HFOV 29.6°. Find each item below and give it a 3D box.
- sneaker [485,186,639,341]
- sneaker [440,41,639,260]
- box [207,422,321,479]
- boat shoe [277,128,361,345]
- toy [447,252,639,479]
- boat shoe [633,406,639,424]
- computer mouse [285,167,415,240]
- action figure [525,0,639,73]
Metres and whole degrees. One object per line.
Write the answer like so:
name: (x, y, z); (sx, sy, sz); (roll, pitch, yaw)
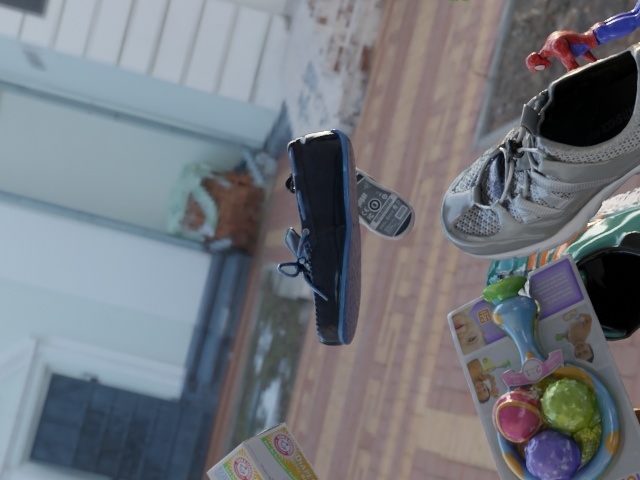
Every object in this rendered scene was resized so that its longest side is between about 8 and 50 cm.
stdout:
sneaker: (0.246, 0.037, 1.149); (0.121, 0.108, 0.302); (-52, 13, -32)
sneaker: (0.174, -0.076, 0.891); (0.281, 0.115, 0.105); (-37, 52, 44)
box: (-0.066, 0.407, 1.891); (0.103, 0.203, 0.114); (-18, -21, -49)
boat shoe: (0.000, 0.000, 1.434); (0.109, 0.089, 0.258); (57, -149, -68)
toy: (0.189, 0.140, 1.039); (0.136, 0.056, 0.237); (-30, 61, 28)
boat shoe: (0.310, 0.245, 1.361); (0.207, 0.073, 0.073); (-35, -9, 24)
computer mouse: (0.052, -0.066, 1.776); (0.106, 0.193, 0.042); (-53, -5, -4)
action figure: (0.476, -0.305, 1.948); (0.091, 0.280, 0.139); (-71, -40, -69)
